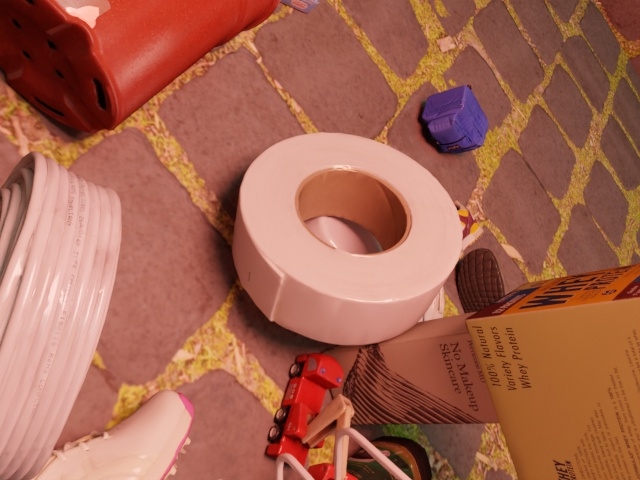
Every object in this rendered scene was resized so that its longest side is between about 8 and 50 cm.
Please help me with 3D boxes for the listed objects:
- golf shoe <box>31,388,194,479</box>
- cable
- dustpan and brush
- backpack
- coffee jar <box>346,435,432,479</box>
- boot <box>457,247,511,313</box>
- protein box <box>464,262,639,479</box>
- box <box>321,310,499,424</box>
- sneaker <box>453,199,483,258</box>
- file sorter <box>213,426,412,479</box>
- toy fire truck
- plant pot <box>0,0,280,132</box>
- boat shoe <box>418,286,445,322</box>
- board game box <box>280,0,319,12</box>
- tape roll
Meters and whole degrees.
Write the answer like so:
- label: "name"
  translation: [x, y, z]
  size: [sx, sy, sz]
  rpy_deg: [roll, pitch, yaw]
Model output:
- label: "golf shoe"
  translation: [-0.241, 0.227, 0.510]
  size: [0.140, 0.115, 0.306]
  rpy_deg: [52, 48, -9]
- label: "cable"
  translation: [-0.244, 0.061, 0.466]
  size: [0.089, 0.257, 0.257]
  rpy_deg: [23, 38, -34]
- label: "dustpan and brush"
  translation: [0.000, 0.000, 0.843]
  size: [0.211, 0.060, 0.147]
  rpy_deg: [-4, 65, -48]
- label: "backpack"
  translation: [0.259, -0.218, 1.113]
  size: [0.120, 0.098, 0.101]
  rpy_deg: [40, 61, -39]
- label: "coffee jar"
  translation: [0.056, 0.316, 0.738]
  size: [0.184, 0.096, 0.079]
  rpy_deg: [-14, 89, -42]
- label: "boot"
  translation: [0.342, 0.124, 1.078]
  size: [0.161, 0.083, 0.246]
  rpy_deg: [-16, 90, -50]
- label: "protein box"
  translation: [0.284, 0.135, 0.551]
  size: [0.136, 0.201, 0.199]
  rpy_deg: [-19, 90, -41]
- label: "box"
  translation: [0.129, 0.165, 0.733]
  size: [0.094, 0.275, 0.113]
  rpy_deg: [-17, 86, -41]
- label: "sneaker"
  translation: [0.217, -0.007, 1.022]
  size: [0.084, 0.069, 0.185]
  rpy_deg: [54, 42, 0]
- label: "file sorter"
  translation: [-0.047, 0.295, 0.445]
  size: [0.278, 0.193, 0.173]
  rpy_deg: [-11, 111, -30]
- label: "toy fire truck"
  translation: [-0.002, 0.221, 0.696]
  size: [0.047, 0.135, 0.192]
  rpy_deg: [37, 54, -25]
- label: "plant pot"
  translation: [-0.218, -0.275, 0.626]
  size: [0.272, 0.272, 0.265]
  rpy_deg: [44, 59, -20]
- label: "boat shoe"
  translation: [0.154, 0.086, 0.910]
  size: [0.088, 0.096, 0.267]
  rpy_deg: [24, 61, -37]
- label: "board game box"
  translation: [-0.083, -0.501, 0.959]
  size: [0.160, 0.039, 0.211]
  rpy_deg: [7, 69, -38]
- label: "tape roll"
  translation: [0.030, -0.010, 0.745]
  size: [0.286, 0.100, 0.286]
  rpy_deg: [8, 49, -10]
